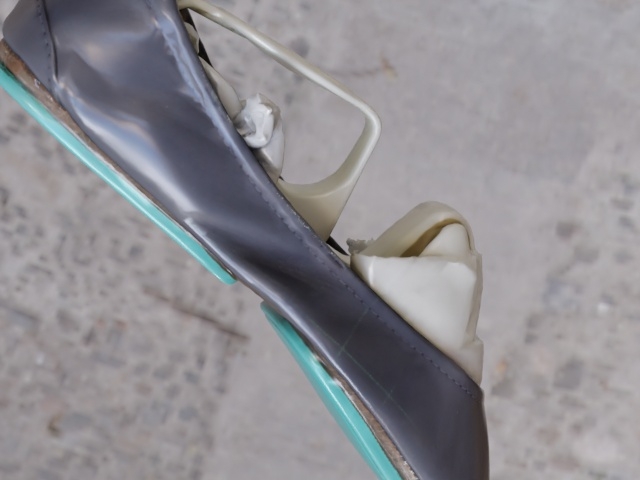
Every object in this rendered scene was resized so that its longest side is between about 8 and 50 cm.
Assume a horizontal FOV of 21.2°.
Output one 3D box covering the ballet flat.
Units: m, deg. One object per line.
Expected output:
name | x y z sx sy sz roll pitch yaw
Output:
ballet flat | 0.000 0.000 0.465 0.074 0.074 0.203 -25 114 44
